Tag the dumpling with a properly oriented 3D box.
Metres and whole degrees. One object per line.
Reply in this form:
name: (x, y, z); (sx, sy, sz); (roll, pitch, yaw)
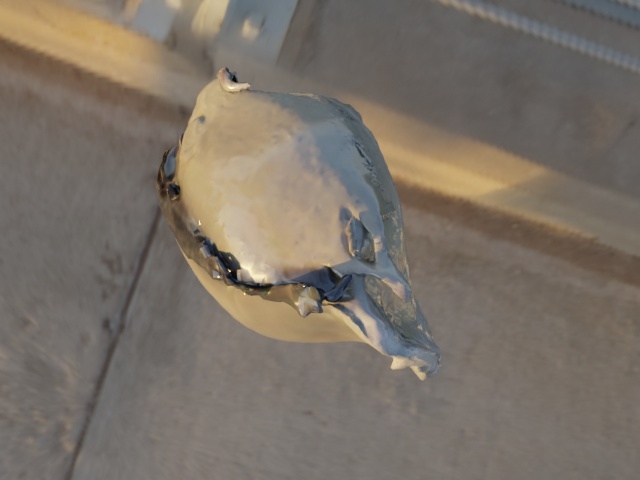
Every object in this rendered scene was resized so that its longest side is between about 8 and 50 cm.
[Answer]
dumpling: (-0.015, 0.004, 1.142); (0.163, 0.204, 0.293); (-26, 54, -14)
